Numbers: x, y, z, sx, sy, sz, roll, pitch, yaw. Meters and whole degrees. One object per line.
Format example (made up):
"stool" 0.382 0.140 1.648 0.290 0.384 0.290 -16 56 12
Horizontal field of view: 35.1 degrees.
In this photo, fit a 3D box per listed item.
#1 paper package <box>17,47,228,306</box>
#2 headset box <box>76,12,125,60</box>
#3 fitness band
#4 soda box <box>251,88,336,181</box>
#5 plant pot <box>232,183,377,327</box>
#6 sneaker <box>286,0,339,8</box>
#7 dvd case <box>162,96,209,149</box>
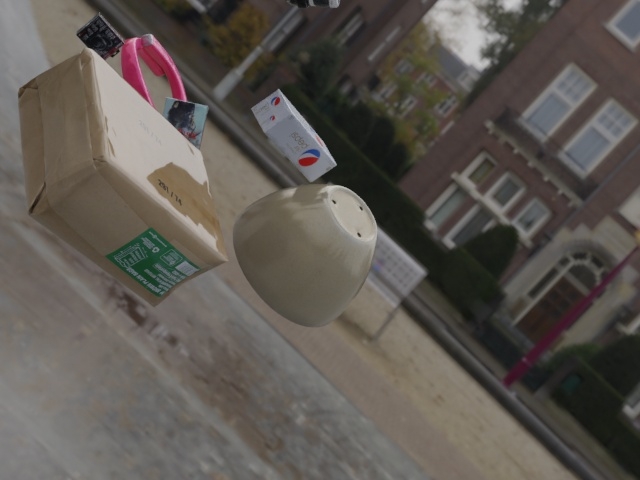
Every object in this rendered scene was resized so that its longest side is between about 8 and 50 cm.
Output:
"paper package" -0.332 -0.101 1.687 0.325 0.168 0.309 45 20 -45
"headset box" -0.435 -0.401 2.015 0.083 0.062 0.032 47 9 -28
"fitness band" -0.357 -0.326 2.219 0.291 0.054 0.209 50 30 -69
"soda box" -0.050 -0.204 2.003 0.216 0.069 0.074 43 15 -55
"plant pot" 0.000 0.000 1.959 0.284 0.191 0.284 32 37 -29
"sneaker" -0.018 -0.533 2.054 0.217 0.121 0.079 -82 171 -59
"dvd case" -0.278 -0.219 2.023 0.087 0.119 0.013 13 6 -1
